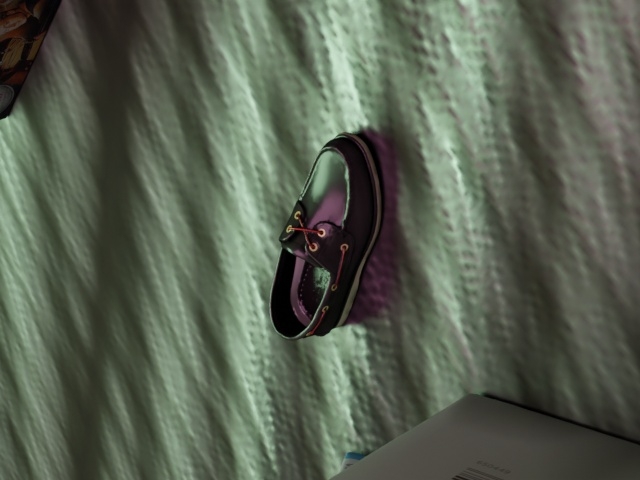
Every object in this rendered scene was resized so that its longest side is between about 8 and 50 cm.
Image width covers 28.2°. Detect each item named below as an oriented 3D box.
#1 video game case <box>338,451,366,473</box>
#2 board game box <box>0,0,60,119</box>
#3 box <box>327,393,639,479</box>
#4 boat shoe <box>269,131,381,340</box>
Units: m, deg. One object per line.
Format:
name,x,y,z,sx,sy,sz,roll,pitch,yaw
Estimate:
video game case,0.000,0.219,0.749,0.015,0.166,0.119,8,115,11
board game box,-0.247,-0.154,0.831,0.042,0.165,0.243,53,135,15
box,0.083,0.289,0.651,0.168,0.215,0.345,14,115,40
boat shoe,0.001,0.001,0.743,0.049,0.042,0.133,34,125,33
